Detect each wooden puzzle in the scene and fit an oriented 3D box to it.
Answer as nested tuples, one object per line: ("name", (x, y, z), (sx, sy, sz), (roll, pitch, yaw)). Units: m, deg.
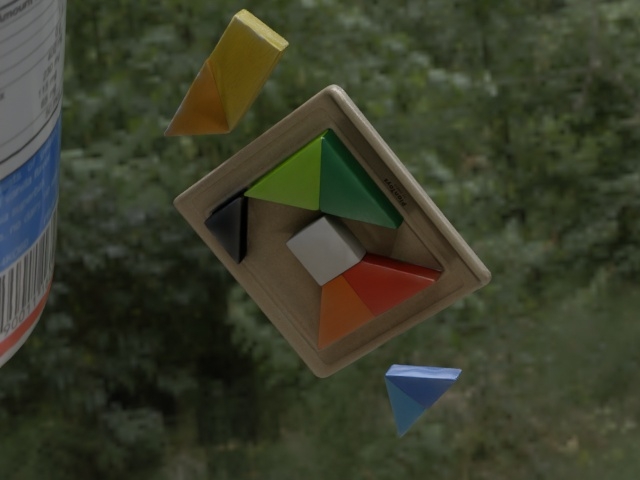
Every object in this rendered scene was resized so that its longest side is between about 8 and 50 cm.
("wooden puzzle", (0.000, 0.000, 0.437), (0.078, 0.116, 0.014), (-41, 6, 40))

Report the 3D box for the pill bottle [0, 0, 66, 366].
("pill bottle", (-0.123, -0.071, 0.389), (0.124, 0.221, 0.124), (6, 38, -5))
